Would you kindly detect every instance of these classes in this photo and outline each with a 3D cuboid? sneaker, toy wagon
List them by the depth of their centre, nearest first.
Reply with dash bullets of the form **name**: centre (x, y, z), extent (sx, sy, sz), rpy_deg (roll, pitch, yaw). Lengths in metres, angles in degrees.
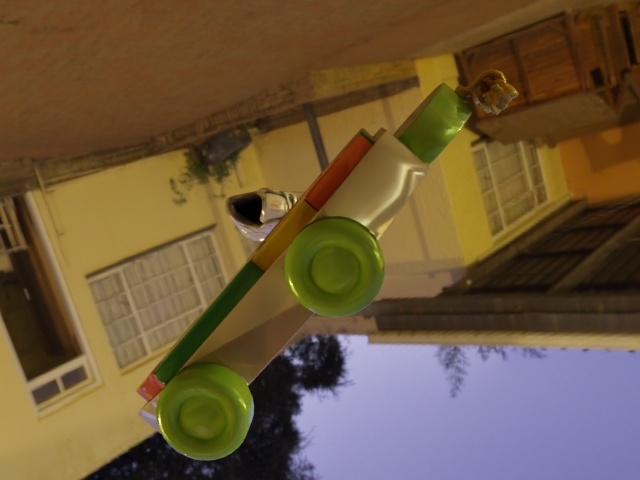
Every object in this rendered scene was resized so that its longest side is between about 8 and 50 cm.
- **toy wagon**: centre (0.000, 0.000, 0.467), extent (0.344, 0.068, 0.267), rpy_deg (-49, -175, 12)
- **sneaker**: centre (-0.039, -0.037, 0.927), extent (0.232, 0.090, 0.115), rpy_deg (-3, 170, 19)
